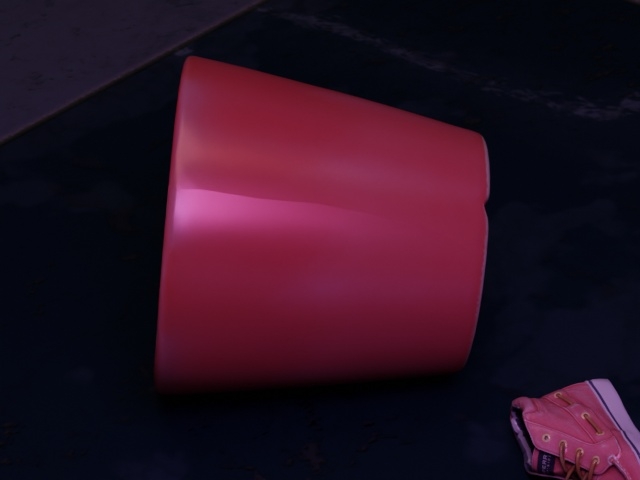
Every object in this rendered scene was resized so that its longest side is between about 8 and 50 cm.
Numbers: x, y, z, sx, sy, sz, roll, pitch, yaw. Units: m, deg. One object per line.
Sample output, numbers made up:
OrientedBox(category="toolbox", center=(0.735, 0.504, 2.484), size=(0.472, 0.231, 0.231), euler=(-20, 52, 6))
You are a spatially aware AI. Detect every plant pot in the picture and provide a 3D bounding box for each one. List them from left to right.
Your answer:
OrientedBox(category="plant pot", center=(0.000, 0.000, 1.405), size=(0.243, 0.275, 0.275), euler=(6, 35, -3))

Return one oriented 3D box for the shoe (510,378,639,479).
OrientedBox(category="shoe", center=(0.198, 0.166, 1.299), size=(0.081, 0.063, 0.178), euler=(-10, 30, -7))
